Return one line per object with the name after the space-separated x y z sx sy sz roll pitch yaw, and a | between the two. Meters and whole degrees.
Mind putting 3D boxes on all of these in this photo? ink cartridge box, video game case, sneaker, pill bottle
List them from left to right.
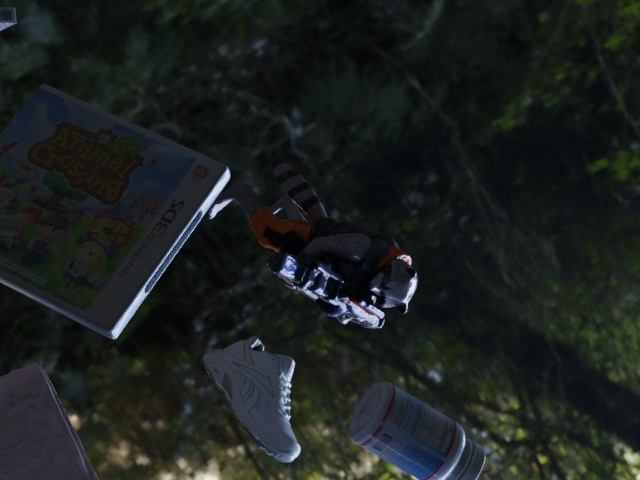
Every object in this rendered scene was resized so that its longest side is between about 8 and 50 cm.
-0.527 -0.340 1.950 0.063 0.029 0.115 -7 -179 -38 | ink cartridge box
-0.221 -0.033 1.132 0.212 0.023 0.193 25 -117 17 | video game case
-0.078 0.217 1.805 0.115 0.090 0.232 -34 -129 -6 | sneaker
0.122 0.247 1.554 0.087 0.160 0.087 -54 -167 18 | pill bottle

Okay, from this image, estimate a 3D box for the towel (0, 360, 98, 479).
-0.534 0.403 2.009 0.332 0.317 0.053 -27 172 -21 | towel

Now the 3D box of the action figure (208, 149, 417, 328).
0.000 0.000 1.855 0.330 0.341 0.178 30 -93 23 | action figure
